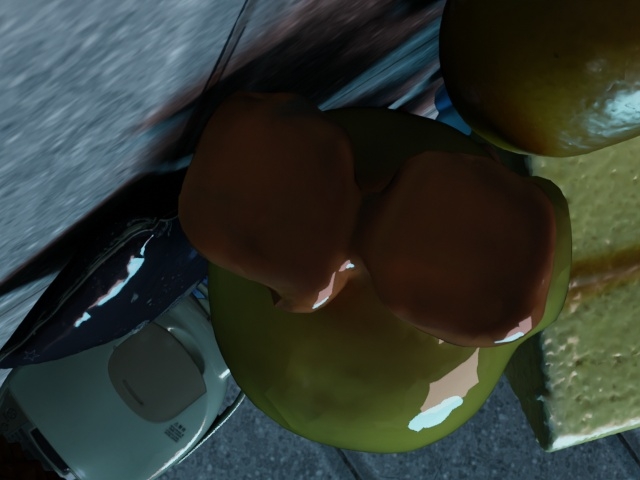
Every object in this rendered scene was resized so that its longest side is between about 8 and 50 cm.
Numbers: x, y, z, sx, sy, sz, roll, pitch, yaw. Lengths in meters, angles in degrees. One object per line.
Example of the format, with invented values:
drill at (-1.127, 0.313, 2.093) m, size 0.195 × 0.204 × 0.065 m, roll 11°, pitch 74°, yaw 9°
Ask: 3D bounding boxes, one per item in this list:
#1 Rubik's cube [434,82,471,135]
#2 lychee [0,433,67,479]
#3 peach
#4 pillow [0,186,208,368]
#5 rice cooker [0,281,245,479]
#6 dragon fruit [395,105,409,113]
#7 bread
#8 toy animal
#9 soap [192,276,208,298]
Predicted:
Rubik's cube at (0.352, -0.107, 1.299) m, size 0.352 × 0.352 × 0.347 m, roll -30°, pitch 174°, yaw -33°
lychee at (-0.247, 0.229, 0.866) m, size 0.275 × 0.276 × 0.304 m, roll -35°, pitch -156°, yaw 6°
peach at (0.179, -0.138, 0.895) m, size 0.251 × 0.153 × 0.251 m, roll -29°, pitch 175°, yaw -3°
pillow at (-0.107, 0.013, 0.971) m, size 0.141 × 0.055 × 0.208 m, roll -43°, pitch 175°, yaw 22°
rice cooker at (-0.155, 0.113, 1.218) m, size 0.206 × 0.145 × 0.127 m, roll -38°, pitch -171°, yaw -4°
dragon fruit at (0.000, 0.000, 1.237) m, size 0.211 × 0.134 × 0.262 m, roll -31°, pitch 179°, yaw 23°
bread at (0.203, -0.025, 1.149) m, size 0.198 × 0.264 × 0.236 m, roll -11°, pitch -159°, yaw -10°
toy animal at (0.030, 0.022, 0.908) m, size 0.338 × 0.216 × 0.191 m, roll -3°, pitch 107°, yaw -85°
soap at (-0.173, 0.109, 1.546) m, size 0.293 × 0.077 × 0.156 m, roll -31°, pitch 176°, yaw -40°
